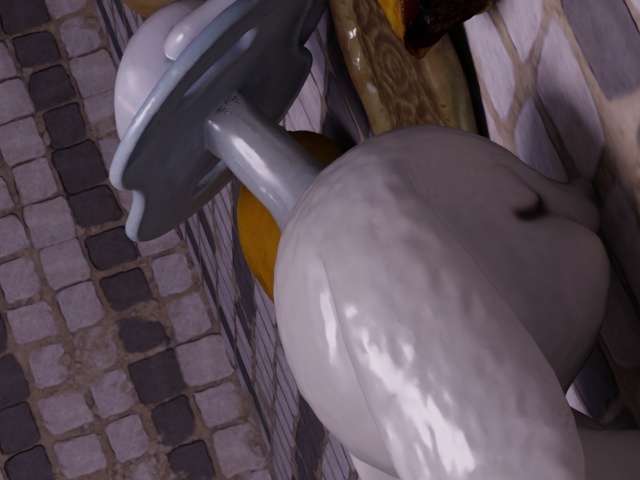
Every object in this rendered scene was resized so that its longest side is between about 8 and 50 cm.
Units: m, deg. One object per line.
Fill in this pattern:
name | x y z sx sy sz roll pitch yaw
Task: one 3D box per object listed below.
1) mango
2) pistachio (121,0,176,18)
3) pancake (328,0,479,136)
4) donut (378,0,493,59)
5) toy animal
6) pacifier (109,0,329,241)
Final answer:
mango | 0.000 0.000 1.423 0.227 0.109 0.147 -121 38 -53
pistachio | -0.103 -0.254 1.281 0.162 0.181 0.293 40 170 5
pancake | 0.049 -0.115 1.140 0.250 0.031 0.250 159 90 -82
donut | 0.054 -0.169 0.930 0.140 0.059 0.140 160 90 -81
toy animal | 0.072 0.072 0.878 0.271 0.206 0.265 169 78 -83
pacifier | -0.035 -0.072 1.281 0.226 0.238 0.287 45 164 9
